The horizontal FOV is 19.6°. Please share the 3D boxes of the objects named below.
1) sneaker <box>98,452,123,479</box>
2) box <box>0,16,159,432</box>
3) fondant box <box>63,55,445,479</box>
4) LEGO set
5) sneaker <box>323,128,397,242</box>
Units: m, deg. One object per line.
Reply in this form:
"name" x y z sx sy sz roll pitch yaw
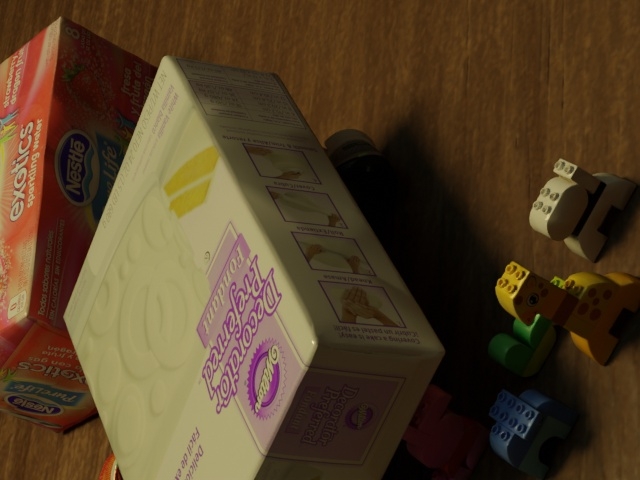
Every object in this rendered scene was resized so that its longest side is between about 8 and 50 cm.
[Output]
"sneaker" -0.153 0.238 1.396 0.067 0.064 0.175 -39 31 61
"box" -0.219 -0.013 1.560 0.154 0.142 0.300 -29 47 39
"fondant box" -0.060 0.062 1.243 0.238 0.096 0.330 -66 34 28
"LEGO set" 0.121 0.053 1.126 0.227 0.093 0.087 -61 35 2
"sneaker" 0.000 0.000 1.341 0.170 0.063 0.075 -58 29 -2
